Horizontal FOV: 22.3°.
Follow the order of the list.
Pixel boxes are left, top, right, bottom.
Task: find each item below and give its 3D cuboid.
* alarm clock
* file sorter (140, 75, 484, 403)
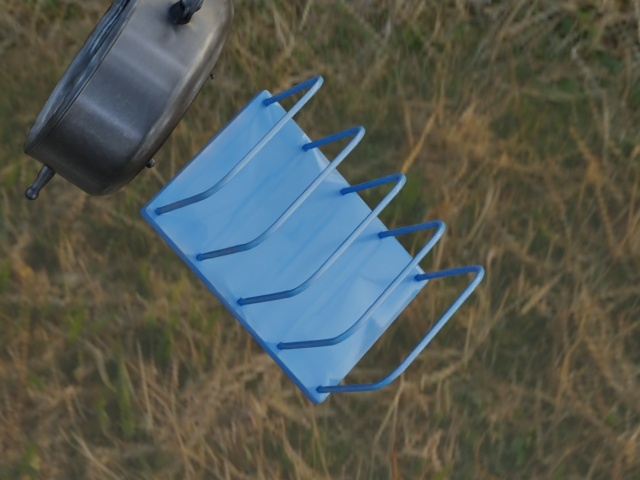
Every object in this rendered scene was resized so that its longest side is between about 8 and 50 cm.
[{"bbox_3d":[-0.088,-0.092,0.834,0.064,0.192,0.129,32,57,-11],"label":"alarm clock"},{"bbox_3d":[0.000,0.000,1.009,0.170,0.104,0.118,49,67,-14],"label":"file sorter"}]
